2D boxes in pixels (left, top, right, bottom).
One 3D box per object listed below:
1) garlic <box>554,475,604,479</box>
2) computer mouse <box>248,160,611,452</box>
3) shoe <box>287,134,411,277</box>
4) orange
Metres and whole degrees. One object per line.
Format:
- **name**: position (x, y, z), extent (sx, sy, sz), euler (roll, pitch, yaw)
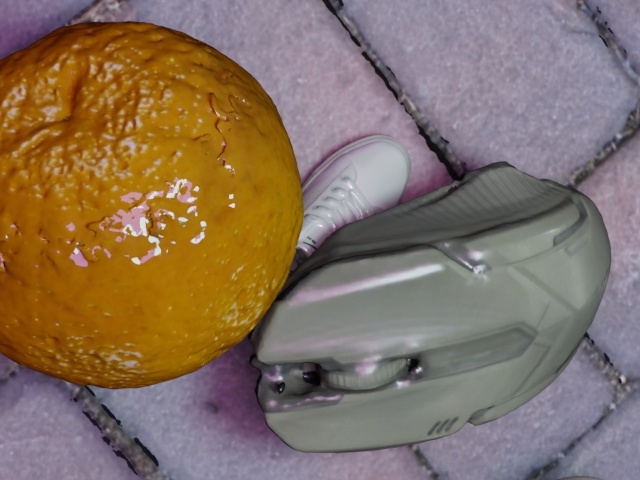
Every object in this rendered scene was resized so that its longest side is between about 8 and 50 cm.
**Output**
- **garlic**: position (0.256, 0.379, 1.802), extent (0.203, 0.185, 0.281), euler (16, 87, -31)
- **computer mouse**: position (0.134, 0.074, 1.727), extent (0.429, 0.145, 0.228), euler (-20, 120, -26)
- **shoe**: position (0.000, 0.000, 1.755), extent (0.265, 0.110, 0.095), euler (-45, 101, -7)
- **orange**: position (-0.180, -0.026, 1.599), extent (0.341, 0.340, 0.293), euler (-33, 142, -12)
